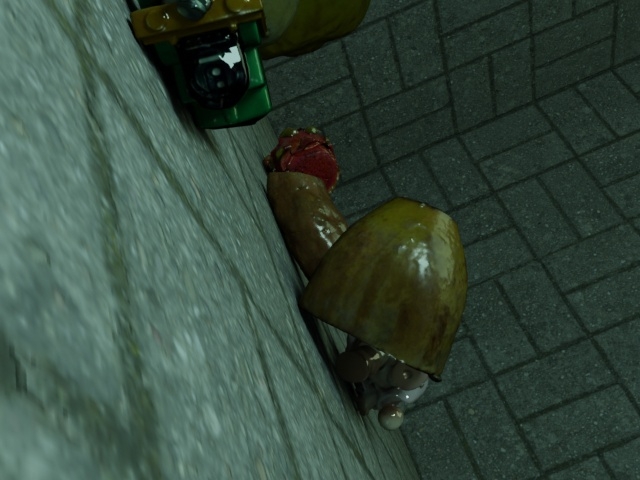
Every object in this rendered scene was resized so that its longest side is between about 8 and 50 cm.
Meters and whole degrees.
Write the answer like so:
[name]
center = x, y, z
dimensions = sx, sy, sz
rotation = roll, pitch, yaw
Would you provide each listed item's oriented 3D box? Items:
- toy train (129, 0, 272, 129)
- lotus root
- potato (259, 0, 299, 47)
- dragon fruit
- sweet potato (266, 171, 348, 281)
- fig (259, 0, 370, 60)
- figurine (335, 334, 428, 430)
[toy train]
center = -0.082, -0.153, 0.561
dimensions = 0.227, 0.091, 0.136
rotation = -108, -175, -76
[lotus root]
center = 0.091, 0.042, 0.850
dimensions = 0.188, 0.180, 0.199
rotation = 25, 0, 3
[potato]
center = -0.110, -0.312, 0.816
dimensions = 0.178, 0.160, 0.235
rotation = 29, 13, 7
[dragon fruit]
center = -0.035, -0.130, 1.316
dimensions = 0.150, 0.133, 0.207
rotation = 63, -11, 9
[sweet potato]
center = 0.000, 0.000, 1.005
dimensions = 0.251, 0.097, 0.097
rotation = 63, 0, 21
[fig]
center = -0.081, -0.496, 1.258
dimensions = 0.343, 0.343, 0.343
rotation = -23, 90, -89
[figurine]
center = 0.096, 0.175, 1.036
dimensions = 0.276, 0.133, 0.200
rotation = 47, 23, -83
